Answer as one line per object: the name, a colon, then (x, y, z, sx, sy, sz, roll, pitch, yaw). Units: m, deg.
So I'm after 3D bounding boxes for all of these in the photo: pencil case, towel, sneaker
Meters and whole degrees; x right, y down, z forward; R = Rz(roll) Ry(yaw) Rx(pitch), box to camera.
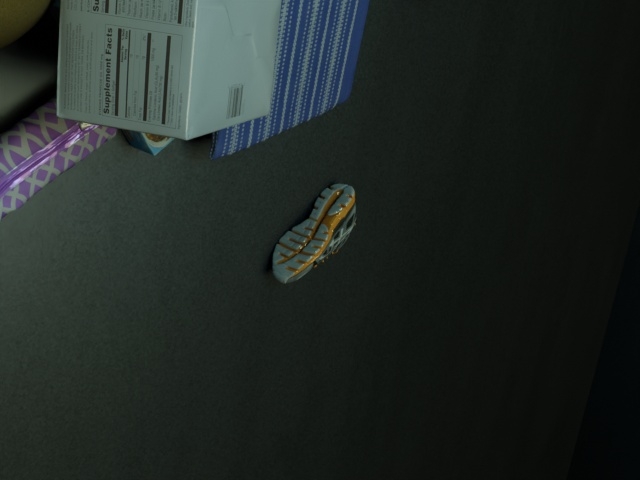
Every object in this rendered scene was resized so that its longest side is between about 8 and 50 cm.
pencil case: (-0.334, -0.104, 0.924, 0.206, 0.088, 0.086, -45, 133, -24)
towel: (-0.040, -0.275, 1.154, 0.336, 0.040, 0.243, -32, 143, -45)
sneaker: (0.000, 0.000, 1.349, 0.215, 0.084, 0.083, -49, 141, -23)

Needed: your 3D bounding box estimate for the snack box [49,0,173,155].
snack box: (-0.229, -0.289, 0.978, 0.187, 0.060, 0.322, -47, 136, -24)

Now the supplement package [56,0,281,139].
supplement package: (-0.151, -0.233, 0.847, 0.262, 0.145, 0.204, -44, 144, -69)

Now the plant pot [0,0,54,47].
plant pot: (-0.329, -0.245, 0.655, 0.237, 0.254, 0.237, -9, 120, -16)
